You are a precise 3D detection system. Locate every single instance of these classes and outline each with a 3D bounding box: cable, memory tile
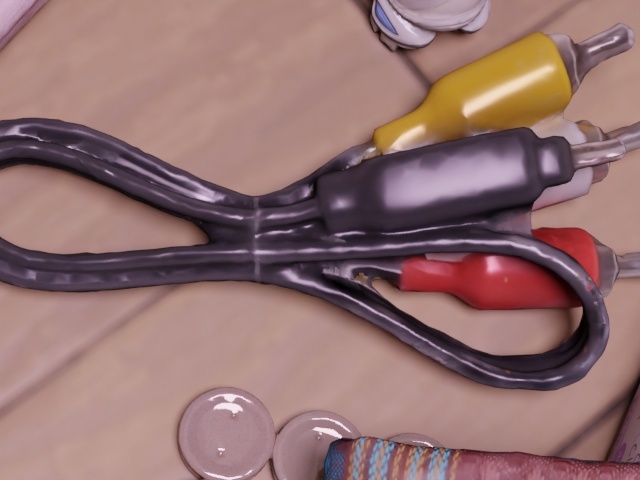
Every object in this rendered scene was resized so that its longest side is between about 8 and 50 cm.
[{"bbox_3d":[0.000,0.000,0.583,0.287,0.072,0.139,-8,90,1],"label":"cable"},{"bbox_3d":[-0.012,0.134,0.544,0.113,0.012,0.148,13,71,-5],"label":"memory tile"}]

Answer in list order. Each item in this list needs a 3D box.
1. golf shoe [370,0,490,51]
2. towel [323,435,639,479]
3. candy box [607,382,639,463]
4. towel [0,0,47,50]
[{"bbox_3d":[0.023,-0.169,0.611,0.069,0.086,0.176,-28,77,-15],"label":"golf shoe"},{"bbox_3d":[0.113,0.253,0.446,0.271,0.040,0.370,2,79,12],"label":"towel"},{"bbox_3d":[0.206,0.115,0.555,0.196,0.070,0.165,28,70,0],"label":"candy box"},{"bbox_3d":[-0.259,-0.166,0.557,0.332,0.053,0.317,40,70,-7],"label":"towel"}]
